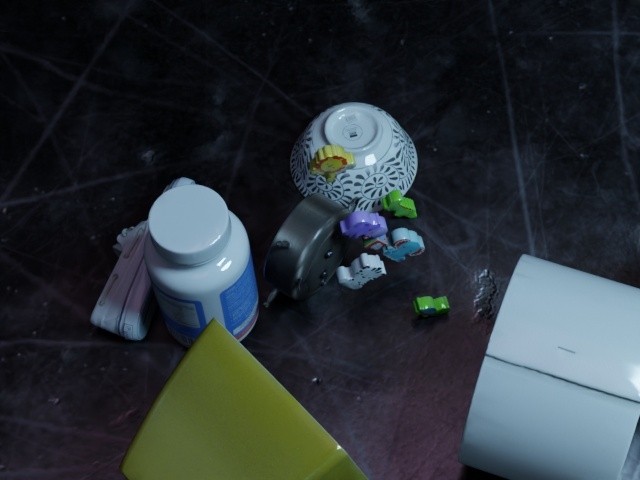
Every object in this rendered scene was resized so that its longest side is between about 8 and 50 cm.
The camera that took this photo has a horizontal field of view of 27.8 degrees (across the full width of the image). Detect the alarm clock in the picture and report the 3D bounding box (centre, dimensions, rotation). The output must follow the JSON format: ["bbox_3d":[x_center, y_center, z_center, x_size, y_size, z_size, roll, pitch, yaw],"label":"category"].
[{"bbox_3d":[0.000,0.000,1.598,0.064,0.129,0.192,28,44,16],"label":"alarm clock"}]

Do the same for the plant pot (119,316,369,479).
[{"bbox_3d":[-0.091,0.246,1.415,0.187,0.212,0.212,-44,66,-8],"label":"plant pot"}]

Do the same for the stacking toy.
[{"bbox_3d":[0.079,-0.008,1.558,0.052,0.221,0.167,-30,58,27],"label":"stacking toy"}]

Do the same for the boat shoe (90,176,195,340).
[{"bbox_3d":[-0.224,0.012,1.619,0.075,0.083,0.226,14,62,9],"label":"boat shoe"}]

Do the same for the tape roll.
[{"bbox_3d":[0.266,0.153,1.423,0.169,0.246,0.246,17,61,13],"label":"tape roll"}]

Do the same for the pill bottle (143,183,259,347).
[{"bbox_3d":[-0.140,0.031,1.525,0.124,0.221,0.124,-1,59,1],"label":"pill bottle"}]

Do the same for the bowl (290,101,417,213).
[{"bbox_3d":[0.044,-0.124,1.692,0.170,0.080,0.170,-1,59,1],"label":"bowl"}]
